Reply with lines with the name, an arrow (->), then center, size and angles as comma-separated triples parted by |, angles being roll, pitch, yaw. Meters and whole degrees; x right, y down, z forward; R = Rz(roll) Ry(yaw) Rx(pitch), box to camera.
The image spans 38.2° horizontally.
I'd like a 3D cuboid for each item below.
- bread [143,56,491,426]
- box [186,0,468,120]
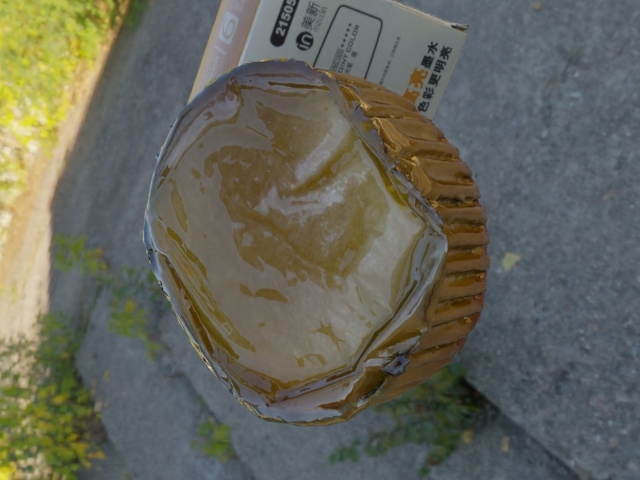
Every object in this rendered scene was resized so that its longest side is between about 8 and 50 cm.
bread -> -0.001, 0.000, 0.522 | 0.199, 0.104, 0.199 | 3, 95, 34
box -> -0.012, -0.108, 0.862 | 0.091, 0.220, 0.274 | 45, 120, 54
